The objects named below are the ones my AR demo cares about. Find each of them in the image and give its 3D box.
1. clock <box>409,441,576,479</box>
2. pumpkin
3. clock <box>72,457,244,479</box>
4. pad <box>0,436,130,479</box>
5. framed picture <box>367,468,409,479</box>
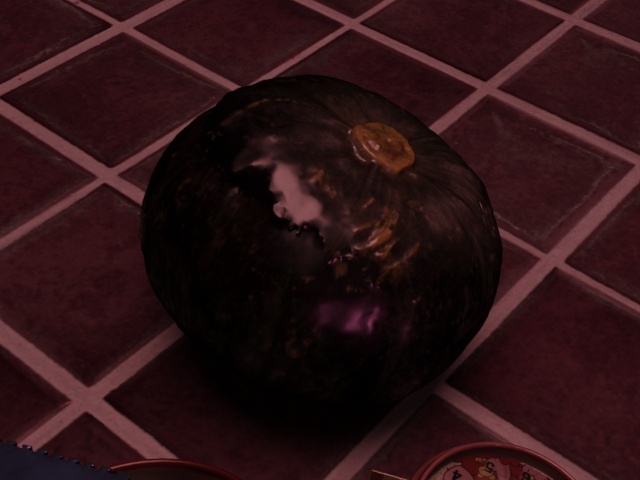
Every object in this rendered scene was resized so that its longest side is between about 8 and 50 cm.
[{"bbox_3d":[0.203,0.328,1.149,0.244,0.056,0.244,7,45,-7],"label":"clock"},{"bbox_3d":[0.000,0.000,1.283,0.454,0.344,0.454,20,34,-15],"label":"pumpkin"},{"bbox_3d":[-0.180,0.350,1.076,0.318,0.080,0.318,-1,30,1],"label":"clock"},{"bbox_3d":[-0.372,0.297,1.074,0.269,0.012,0.270,12,32,18],"label":"pad"},{"bbox_3d":[0.094,0.353,1.156,0.136,0.010,0.201,14,45,11],"label":"framed picture"}]
